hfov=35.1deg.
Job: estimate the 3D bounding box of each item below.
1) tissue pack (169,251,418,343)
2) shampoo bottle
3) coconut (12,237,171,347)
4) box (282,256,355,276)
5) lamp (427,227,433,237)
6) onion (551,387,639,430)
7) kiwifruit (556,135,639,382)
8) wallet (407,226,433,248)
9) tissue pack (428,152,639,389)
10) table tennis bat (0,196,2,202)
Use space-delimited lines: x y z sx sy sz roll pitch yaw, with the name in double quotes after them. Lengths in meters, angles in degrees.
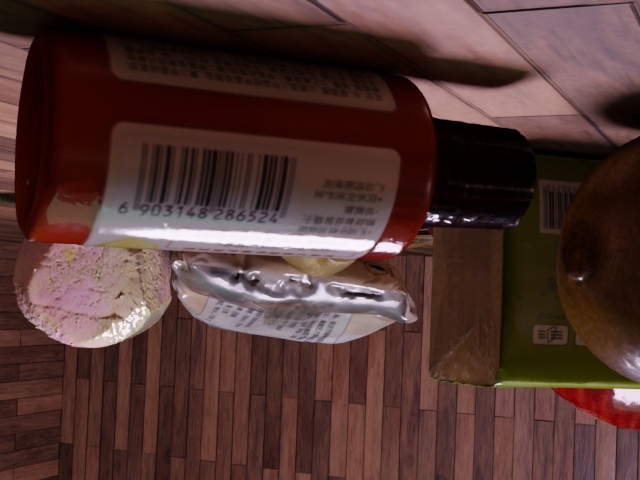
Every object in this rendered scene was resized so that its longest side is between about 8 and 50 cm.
-0.072 0.071 1.674 0.390 0.195 0.375 11 179 -14 "tissue pack"
-0.013 -0.043 0.537 0.278 0.104 0.104 4 177 -24 "shampoo bottle"
-0.337 0.044 1.546 0.233 0.233 0.245 2 -177 -2 "coconut"
0.000 0.000 1.443 0.111 0.111 0.177 1 180 30 "box"
0.160 -0.018 1.079 0.101 0.090 0.101 26 -158 -11 "lamp"
0.481 0.119 1.436 0.341 0.341 0.341 2 177 0 "onion"
0.269 0.015 0.665 0.234 0.196 0.196 3 177 -11 "kiwifruit"
0.123 -0.011 1.762 0.195 0.042 0.161 4 177 -21 "wallet"
0.251 0.033 0.904 0.274 0.200 0.167 4 175 -17 "tissue pack"
-0.528 -0.059 1.407 0.160 0.039 0.257 1 180 -15 "table tennis bat"
